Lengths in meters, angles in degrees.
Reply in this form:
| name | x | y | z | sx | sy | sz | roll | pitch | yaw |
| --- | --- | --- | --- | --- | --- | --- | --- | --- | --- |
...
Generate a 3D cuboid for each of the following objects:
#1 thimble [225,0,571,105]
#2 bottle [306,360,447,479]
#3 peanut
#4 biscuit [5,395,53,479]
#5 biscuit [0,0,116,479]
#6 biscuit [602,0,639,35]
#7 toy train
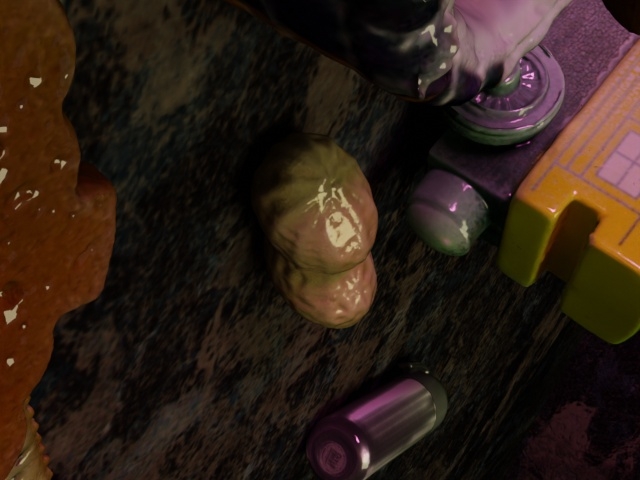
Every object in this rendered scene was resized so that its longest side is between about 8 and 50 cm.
| name | x | y | z | sx | sy | sz | roll | pitch | yaw |
| --- | --- | --- | --- | --- | --- | --- | --- | --- | --- |
| thimble | 0.049 | -0.185 | 0.458 | 0.237 | 0.150 | 0.237 | -44 | 156 | -26 |
| bottle | 0.071 | 0.200 | 1.191 | 0.254 | 0.080 | 0.096 | -12 | 94 | -60 |
| peanut | 0.000 | 0.000 | 0.715 | 0.082 | 0.082 | 0.187 | -47 | 157 | -23 |
| biscuit | -0.204 | 0.118 | 0.529 | 0.144 | 0.016 | 0.203 | -43 | 155 | -32 |
| biscuit | -0.191 | 0.026 | 0.372 | 0.301 | 0.043 | 0.278 | -22 | 136 | -54 |
| biscuit | 0.181 | -0.269 | 0.535 | 0.052 | 0.262 | 0.277 | -5 | 144 | -6 |
| toy train | 0.273 | -0.122 | 0.881 | 0.442 | 0.272 | 0.179 | -48 | 161 | -21 |
